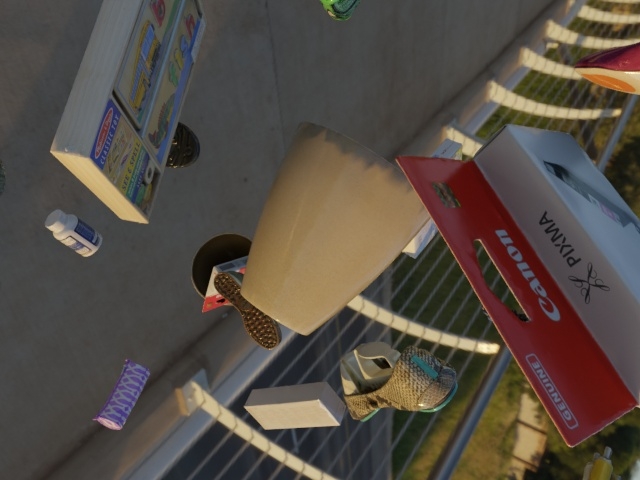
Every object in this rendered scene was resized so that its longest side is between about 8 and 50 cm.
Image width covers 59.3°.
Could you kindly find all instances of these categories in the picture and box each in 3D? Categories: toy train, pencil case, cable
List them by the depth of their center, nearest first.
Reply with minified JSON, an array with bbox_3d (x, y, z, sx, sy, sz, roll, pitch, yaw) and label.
[{"bbox_3d":[0.352,0.146,1.010,0.027,0.158,0.036,35,84,-33],"label":"toy train"},{"bbox_3d":[0.486,0.522,1.026,0.287,0.072,0.139,-41,139,-38],"label":"cable"},{"bbox_3d":[-0.594,0.463,1.694,0.088,0.086,0.206,50,40,-34],"label":"pencil case"}]

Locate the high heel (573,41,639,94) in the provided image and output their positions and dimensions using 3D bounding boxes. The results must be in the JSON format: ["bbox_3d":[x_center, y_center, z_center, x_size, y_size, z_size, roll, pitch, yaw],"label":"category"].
[{"bbox_3d":[0.434,-0.251,0.703,0.082,0.244,0.117,19,97,-22],"label":"high heel"}]

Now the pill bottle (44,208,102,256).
[{"bbox_3d":[-0.575,-0.019,1.306,0.067,0.067,0.120,-60,139,-17],"label":"pill bottle"}]

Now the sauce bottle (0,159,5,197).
[{"bbox_3d":[-0.813,-0.137,1.100,0.111,0.345,0.111,-172,-90,-86],"label":"sauce bottle"}]

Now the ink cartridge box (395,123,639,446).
[{"bbox_3d":[0.222,0.013,0.500,0.239,0.275,0.060,-4,147,-41],"label":"ink cartridge box"}]

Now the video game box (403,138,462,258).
[{"bbox_3d":[0.240,-0.089,1.225,0.187,0.048,0.205,-44,147,-22],"label":"video game box"}]

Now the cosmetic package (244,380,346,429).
[{"bbox_3d":[-0.064,0.405,1.375,0.098,0.239,0.060,54,39,-27],"label":"cosmetic package"}]

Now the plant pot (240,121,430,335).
[{"bbox_3d":[0.000,0.000,0.883,0.274,0.257,0.256,-57,149,-3],"label":"plant pot"}]

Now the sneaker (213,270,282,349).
[{"bbox_3d":[-0.136,0.136,1.174,0.064,0.192,0.086,-44,171,16],"label":"sneaker"}]

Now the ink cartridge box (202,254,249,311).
[{"bbox_3d":[-0.250,0.130,1.580,0.145,0.045,0.179,-18,138,-43],"label":"ink cartridge box"}]

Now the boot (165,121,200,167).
[{"bbox_3d":[-0.322,-0.207,1.182,0.207,0.247,0.094,-14,116,-72],"label":"boot"}]

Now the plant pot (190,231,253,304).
[{"bbox_3d":[-0.284,0.123,1.895,0.237,0.237,0.254,-63,167,-13],"label":"plant pot"}]

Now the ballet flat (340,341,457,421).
[{"bbox_3d":[0.143,0.319,1.332,0.164,0.182,0.483,-46,179,-25],"label":"ballet flat"}]

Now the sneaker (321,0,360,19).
[{"bbox_3d":[0.094,-0.669,1.303,0.343,0.134,0.146,-56,161,-9],"label":"sneaker"}]

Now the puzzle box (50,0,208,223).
[{"bbox_3d":[-0.270,-0.257,0.866,0.272,0.052,0.408,90,12,-74],"label":"puzzle box"}]
